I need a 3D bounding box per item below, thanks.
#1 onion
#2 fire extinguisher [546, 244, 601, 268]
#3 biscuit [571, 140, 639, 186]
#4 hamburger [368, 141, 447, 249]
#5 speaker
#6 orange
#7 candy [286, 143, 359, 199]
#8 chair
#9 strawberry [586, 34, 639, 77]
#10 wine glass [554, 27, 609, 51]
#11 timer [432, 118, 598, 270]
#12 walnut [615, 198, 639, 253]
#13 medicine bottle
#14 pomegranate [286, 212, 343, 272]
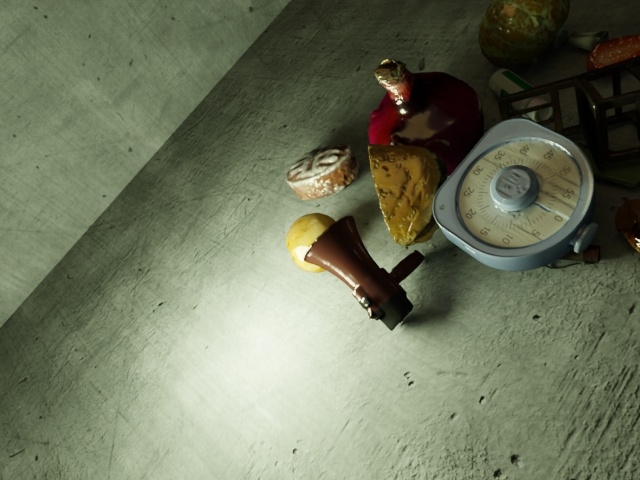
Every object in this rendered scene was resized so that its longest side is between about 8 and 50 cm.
[{"bbox_3d":[0.318,-0.420,1.651,0.399,0.420,0.398,-16,43,16],"label":"onion"},{"bbox_3d":[0.630,0.037,1.324,0.157,0.045,0.078,4,81,37],"label":"fire extinguisher"},{"bbox_3d":[0.753,-0.222,1.446,0.099,0.038,0.322,-44,43,-14],"label":"biscuit"},{"bbox_3d":[0.269,-0.164,1.483,0.209,0.162,0.329,-22,71,17],"label":"hamburger"},{"bbox_3d":[0.147,0.090,1.518,0.329,0.259,0.198,44,122,10],"label":"speaker"},{"bbox_3d":[0.687,-0.753,1.754,0.249,0.329,0.329,35,77,8],"label":"orange"},{"bbox_3d":[0.011,-0.253,1.927,0.290,0.157,0.214,-13,35,36],"label":"candy"},{"bbox_3d":[0.719,-0.324,1.388,0.416,0.203,0.240,-14,37,20],"label":"chair"},{"bbox_3d":[0.921,-0.560,1.589,0.188,0.082,0.121,-14,68,15],"label":"strawberry"},{"bbox_3d":[0.866,-0.664,1.711,0.072,0.072,0.155,-49,42,-8],"label":"wine glass"},{"bbox_3d":[0.514,-0.103,1.313,0.395,0.173,0.394,-11,64,23],"label":"timer"},{"bbox_3d":[0.788,-0.018,1.212,0.116,0.116,0.207,-36,50,5],"label":"walnut"},{"bbox_3d":[0.655,-0.474,1.688,0.095,0.095,0.260,-33,41,9],"label":"medicine bottle"},{"bbox_3d":[-0.013,0.009,1.709,0.207,0.207,0.207,-20,47,22],"label":"pomegranate"}]
